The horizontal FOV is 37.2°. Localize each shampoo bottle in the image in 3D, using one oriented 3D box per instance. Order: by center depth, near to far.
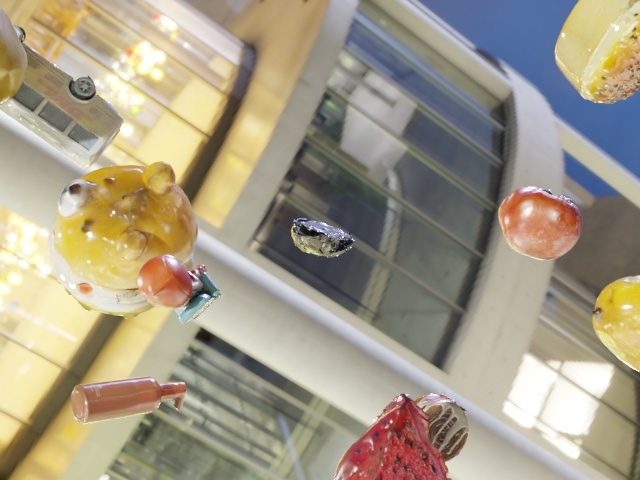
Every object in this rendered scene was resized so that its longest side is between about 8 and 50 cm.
[{"bbox_3d":[-0.396,0.331,2.003,0.085,0.244,0.085,0,-90,54],"label":"shampoo bottle"}]

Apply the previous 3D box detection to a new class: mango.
[{"bbox_3d":[0.619,0.160,1.618,0.187,0.359,0.144,-58,-159,27],"label":"mango"}]

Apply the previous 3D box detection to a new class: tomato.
[{"bbox_3d":[0.461,-0.040,2.043,0.187,0.187,0.151,-109,-139,-69],"label":"tomato"}]

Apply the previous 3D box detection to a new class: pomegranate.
[{"bbox_3d":[-0.599,-0.302,1.555,0.233,0.233,0.233,-49,-161,23],"label":"pomegranate"}]

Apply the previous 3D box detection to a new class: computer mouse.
[{"bbox_3d":[0.000,0.000,2.434,0.242,0.147,0.077,3,111,-62],"label":"computer mouse"}]

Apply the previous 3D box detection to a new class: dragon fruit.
[{"bbox_3d":[0.151,0.472,1.889,0.240,0.302,0.330,48,57,-77],"label":"dragon fruit"}]

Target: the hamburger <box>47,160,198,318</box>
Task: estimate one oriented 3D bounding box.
[{"bbox_3d":[-0.349,-0.014,1.703,0.237,0.276,0.276,114,0,-61],"label":"hamburger"}]

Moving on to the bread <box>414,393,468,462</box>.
[{"bbox_3d":[0.270,0.440,2.233,0.160,0.160,0.073,-59,-159,-9],"label":"bread"}]

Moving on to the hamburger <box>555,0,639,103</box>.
[{"bbox_3d":[0.603,-0.403,1.859,0.300,0.176,0.300,-36,152,-23],"label":"hamburger"}]

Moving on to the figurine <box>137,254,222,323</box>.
[{"bbox_3d":[-0.182,0.061,1.200,0.068,0.075,0.140,-40,160,12],"label":"figurine"}]

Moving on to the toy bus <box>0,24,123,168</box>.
[{"bbox_3d":[-0.531,-0.278,1.755,0.138,0.343,0.097,-60,-169,-25],"label":"toy bus"}]
